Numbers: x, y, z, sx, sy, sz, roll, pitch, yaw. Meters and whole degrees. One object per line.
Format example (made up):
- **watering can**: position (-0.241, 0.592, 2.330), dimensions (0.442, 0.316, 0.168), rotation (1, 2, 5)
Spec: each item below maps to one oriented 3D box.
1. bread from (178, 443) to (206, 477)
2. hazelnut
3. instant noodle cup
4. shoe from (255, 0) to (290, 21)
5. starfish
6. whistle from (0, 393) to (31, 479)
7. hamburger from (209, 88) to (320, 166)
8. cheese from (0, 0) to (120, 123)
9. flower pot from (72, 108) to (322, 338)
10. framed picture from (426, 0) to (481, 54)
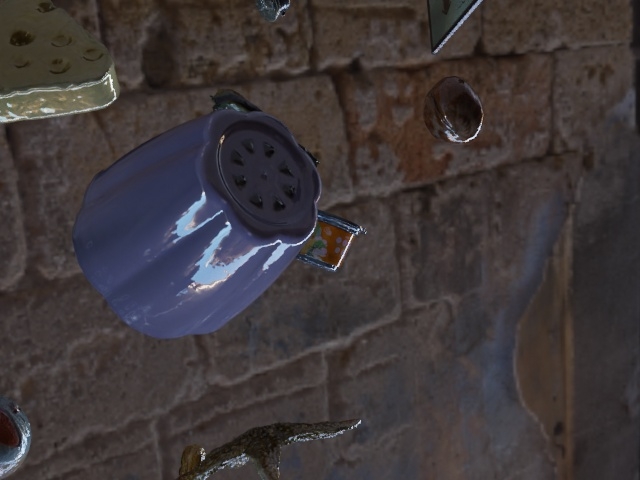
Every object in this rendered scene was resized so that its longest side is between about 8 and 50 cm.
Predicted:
- **bread**: position (-0.263, 0.471, 1.737), dimensions (0.044, 0.110, 0.083), rotation (7, 171, 2)
- **hazelnut**: position (0.163, -0.157, 1.058), dimensions (0.086, 0.086, 0.086), rotation (-4, -168, 1)
- **instant noodle cup**: position (0.000, 0.000, 2.025), dimensions (0.208, 0.125, 0.177), rotation (20, 178, -11)
- **shoe**: position (-0.105, -0.590, 1.933), dimensions (0.099, 0.169, 0.071), rotation (-32, -150, -35)
- **starfish**: position (-0.103, 0.381, 1.529), dimensions (0.375, 0.094, 0.327), rotation (-17, -179, -3)
- **whistle**: position (-0.674, 0.397, 1.623), dimensions (0.189, 0.189, 0.348), rotation (-2, -169, 13)
- **hamburger**: position (-0.131, -0.131, 1.499), dimensions (0.167, 0.288, 0.192), rotation (-52, -156, -6)
- **cheese**: position (-0.603, -0.377, 1.850), dimensions (0.384, 0.104, 0.383), rotation (1, -130, -1)
- **flower pot**: position (-0.139, -0.039, 1.070), dimensions (0.265, 0.265, 0.243), rotation (-18, 168, -47)
- **framed picture**: position (0.278, -0.572, 1.718), dimensions (0.013, 0.323, 0.244), rotation (12, 149, -21)
